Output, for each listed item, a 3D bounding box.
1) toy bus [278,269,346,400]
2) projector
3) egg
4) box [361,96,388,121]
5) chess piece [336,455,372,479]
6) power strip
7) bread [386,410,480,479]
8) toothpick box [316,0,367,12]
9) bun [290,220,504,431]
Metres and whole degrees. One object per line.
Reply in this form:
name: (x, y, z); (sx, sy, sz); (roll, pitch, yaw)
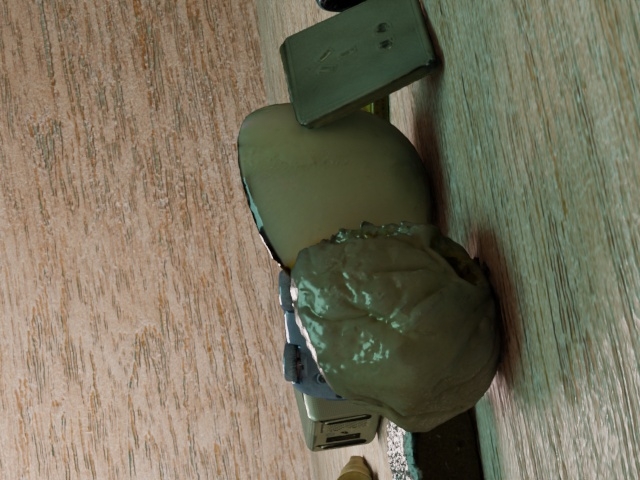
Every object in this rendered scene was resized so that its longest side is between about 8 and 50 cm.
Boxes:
toy bus: (0.033, 0.124, 2.131); (0.232, 0.197, 0.294); (-85, -9, -72)
projector: (0.026, 0.278, 2.369); (0.177, 0.163, 0.242); (97, 161, -59)
egg: (0.051, -0.071, 1.675); (0.337, 0.201, 0.337); (48, -151, -38)
box: (0.089, -0.229, 1.985); (0.121, 0.030, 0.193); (-116, 21, -70)
chess piece: (0.077, 0.514, 2.530); (0.200, 0.090, 0.090); (-16, -79, -86)
power strip: (0.058, -0.239, 1.628); (0.064, 0.213, 0.198); (53, -160, -45)
bread: (0.161, 0.414, 1.580); (0.165, 0.113, 0.416); (122, 143, -75)
toothpick box: (0.026, -0.469, 1.938); (0.120, 0.120, 0.184); (108, 152, -73)
bun: (0.105, 0.088, 1.405); (0.281, 0.205, 0.281); (47, -156, -28)
